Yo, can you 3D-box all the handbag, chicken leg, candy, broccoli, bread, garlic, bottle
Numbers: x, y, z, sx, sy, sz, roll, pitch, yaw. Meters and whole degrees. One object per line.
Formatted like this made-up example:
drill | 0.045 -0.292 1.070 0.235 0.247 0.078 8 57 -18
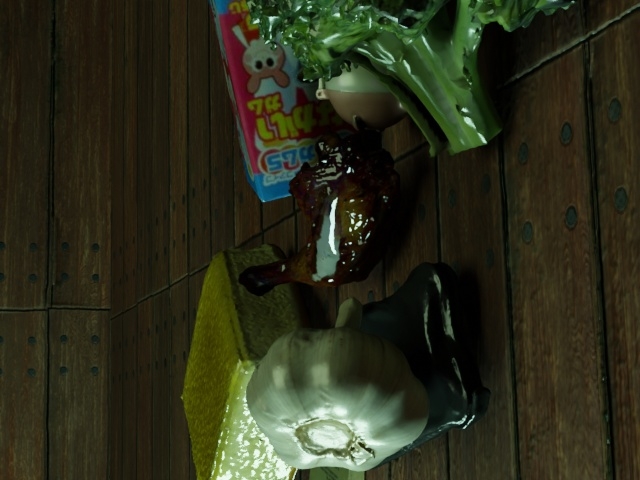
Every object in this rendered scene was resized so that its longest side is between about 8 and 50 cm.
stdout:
handbag | 0.095 0.154 1.459 0.332 0.074 0.192 140 125 -58
chicken leg | 0.000 0.000 1.616 0.096 0.158 0.407 -54 1 -34
candy | -0.043 -0.216 1.622 0.100 0.157 0.306 -121 19 -65
broccoli | 0.112 -0.262 1.287 0.375 0.302 0.249 -8 58 41
bread | -0.110 0.216 1.884 0.333 0.143 0.324 -111 30 -57
garlic | 0.028 0.136 1.372 0.226 0.199 0.199 -76 7 -45
bottle | 0.065 -0.248 1.501 0.147 0.147 0.237 -152 61 -68

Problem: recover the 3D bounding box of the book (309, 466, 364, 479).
book | 0.020 0.342 1.713 0.161 0.026 0.231 -156 70 -69
